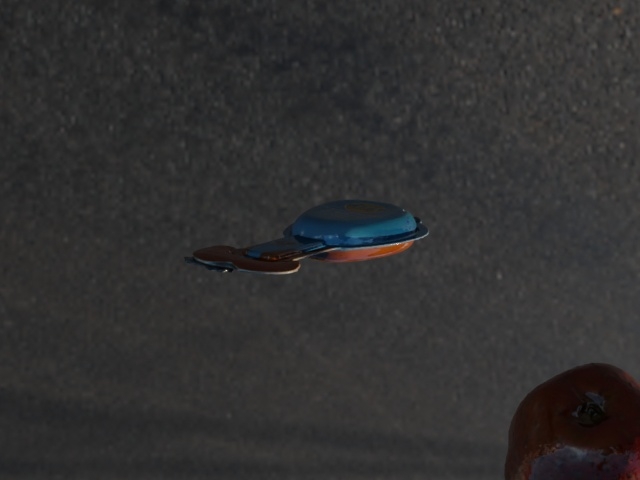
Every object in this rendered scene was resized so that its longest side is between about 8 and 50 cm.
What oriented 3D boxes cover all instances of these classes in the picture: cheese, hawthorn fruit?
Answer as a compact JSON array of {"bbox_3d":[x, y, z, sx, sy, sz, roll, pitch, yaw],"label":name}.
[{"bbox_3d":[0.000,0.000,1.026,0.106,0.037,0.256,11,-164,34],"label":"cheese"},{"bbox_3d":[0.255,0.205,1.217,0.189,0.189,0.189,-3,153,-2],"label":"hawthorn fruit"}]
